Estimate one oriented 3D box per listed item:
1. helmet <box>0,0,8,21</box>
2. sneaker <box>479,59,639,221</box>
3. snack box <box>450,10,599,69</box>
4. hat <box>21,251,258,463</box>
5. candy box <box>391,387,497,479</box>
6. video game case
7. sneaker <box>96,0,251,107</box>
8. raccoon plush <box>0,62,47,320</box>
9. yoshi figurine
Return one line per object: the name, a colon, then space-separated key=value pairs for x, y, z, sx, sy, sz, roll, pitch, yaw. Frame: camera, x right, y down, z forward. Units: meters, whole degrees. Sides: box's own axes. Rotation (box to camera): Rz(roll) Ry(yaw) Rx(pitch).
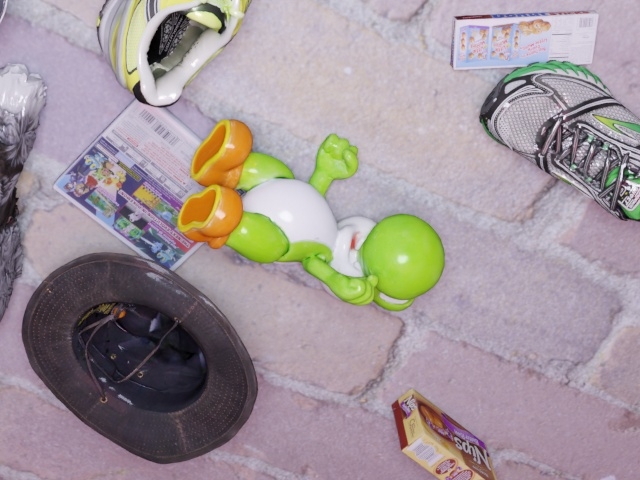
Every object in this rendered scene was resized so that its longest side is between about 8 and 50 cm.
helmet: x=-0.411 y=-0.288 z=0.880 sx=0.169 sy=0.161 sz=0.169 roll=-2 pitch=120 yaw=-3
sneaker: x=0.359 y=-0.113 z=1.039 sx=0.343 sy=0.146 sz=0.134 roll=20 pitch=123 yaw=-14
snack box: x=0.254 y=-0.250 z=1.031 sx=0.178 sy=0.022 sz=0.064 roll=-3 pitch=121 yaw=-3
hat: x=-0.233 y=0.142 z=1.149 sx=0.331 sy=0.134 sz=0.331 roll=4 pitch=114 yaw=10
candy box: x=0.198 y=0.328 z=1.302 sx=0.186 sy=0.109 sz=0.053 roll=38 pitch=110 yaw=-22
video game case: x=-0.218 y=-0.070 z=1.098 sx=0.183 sy=0.023 sz=0.201 roll=-41 pitch=115 yaw=17
sneaker: x=-0.100 y=-0.304 z=0.884 sx=0.145 sy=0.147 sz=0.385 roll=12 pitch=126 yaw=-39
raccoon plush: x=-0.540 y=-0.038 z=1.048 sx=0.299 sy=0.216 sz=0.446 roll=19 pitch=87 yaw=1
yoshi figurine: x=0.018 y=-0.016 z=1.049 sx=0.362 sy=0.203 sz=0.203 roll=27 pitch=100 yaw=-30
